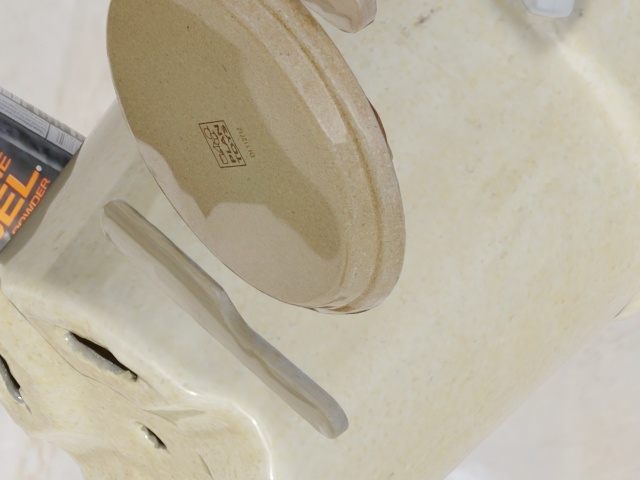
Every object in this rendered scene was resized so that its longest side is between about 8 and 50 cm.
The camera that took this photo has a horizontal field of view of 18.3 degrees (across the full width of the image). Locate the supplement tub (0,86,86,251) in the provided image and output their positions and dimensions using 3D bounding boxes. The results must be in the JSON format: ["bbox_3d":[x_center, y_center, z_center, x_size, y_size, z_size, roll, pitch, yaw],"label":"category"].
[{"bbox_3d":[-0.201,-0.039,1.110,0.198,0.106,0.106,30,75,-18],"label":"supplement tub"}]

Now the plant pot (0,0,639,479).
[{"bbox_3d":[0.000,0.000,0.999,0.334,0.334,0.305,40,64,3],"label":"plant pot"}]

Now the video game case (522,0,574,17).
[{"bbox_3d":[0.074,-0.174,0.693,0.019,0.157,0.143,2,120,-12],"label":"video game case"}]

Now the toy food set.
[{"bbox_3d":[-0.016,-0.039,0.567,0.038,0.192,0.132,-34,60,-27],"label":"toy food set"}]
